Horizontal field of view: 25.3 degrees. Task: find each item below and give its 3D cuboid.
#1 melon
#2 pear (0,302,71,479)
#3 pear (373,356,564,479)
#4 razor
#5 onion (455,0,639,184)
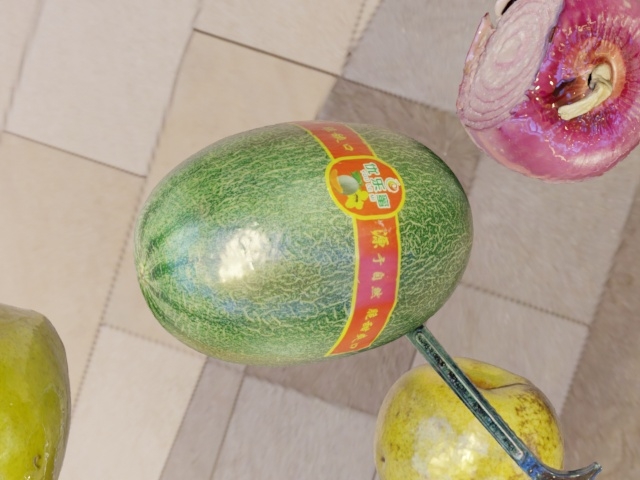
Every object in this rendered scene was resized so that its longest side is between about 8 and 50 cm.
[{"bbox_3d":[0.000,0.000,1.053,0.288,0.182,0.182,-10,93,-35],"label":"melon"},{"bbox_3d":[-0.364,0.185,1.384,0.253,0.307,0.253,10,131,11],"label":"pear"},{"bbox_3d":[0.147,0.220,1.446,0.197,0.197,0.197,0,93,5],"label":"pear"},{"bbox_3d":[0.127,0.128,1.083,0.066,0.033,0.190,-49,57,13],"label":"razor"},{"bbox_3d":[0.246,-0.156,1.390,0.201,0.200,0.207,2,67,5],"label":"onion"}]
